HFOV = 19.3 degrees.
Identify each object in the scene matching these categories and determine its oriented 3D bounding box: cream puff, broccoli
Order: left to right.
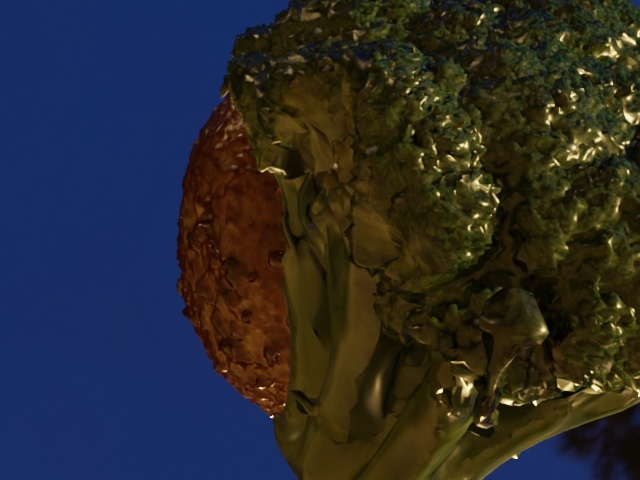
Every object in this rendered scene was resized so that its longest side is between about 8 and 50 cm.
[{"bbox_3d":[0.002,0.004,1.545,0.229,0.350,0.350,-14,-83,28],"label":"cream puff"},{"bbox_3d":[0.086,0.010,0.920,0.283,0.304,0.321,-61,-146,15],"label":"broccoli"}]
